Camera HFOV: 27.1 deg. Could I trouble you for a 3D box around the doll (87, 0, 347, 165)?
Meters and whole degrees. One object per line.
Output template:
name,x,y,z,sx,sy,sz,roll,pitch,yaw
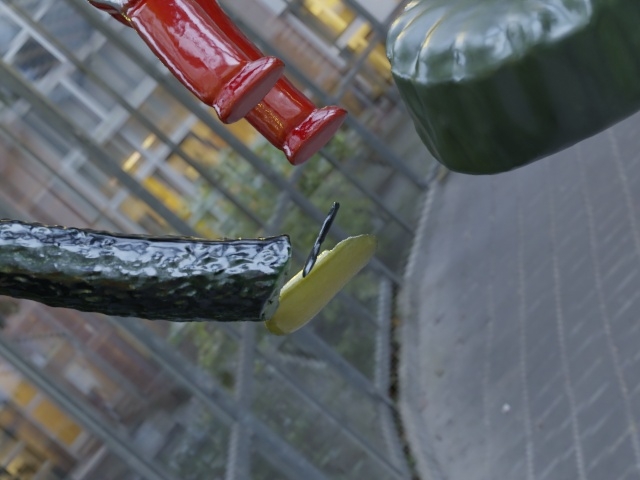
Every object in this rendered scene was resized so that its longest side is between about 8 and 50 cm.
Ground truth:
doll,-0.144,-0.201,0.882,0.099,0.384,0.188,-49,-16,6

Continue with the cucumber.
cucumber,-0.125,0.016,0.778,0.052,0.214,0.058,-90,5,-78

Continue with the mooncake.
mooncake,0.255,-0.246,1.607,0.356,0.194,0.356,-28,23,13

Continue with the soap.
soap,0.001,0.051,1.584,0.168,0.033,0.089,-41,-26,-5

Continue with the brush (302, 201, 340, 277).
brush,0.000,0.000,1.196,0.024,0.008,0.083,-87,18,-60
